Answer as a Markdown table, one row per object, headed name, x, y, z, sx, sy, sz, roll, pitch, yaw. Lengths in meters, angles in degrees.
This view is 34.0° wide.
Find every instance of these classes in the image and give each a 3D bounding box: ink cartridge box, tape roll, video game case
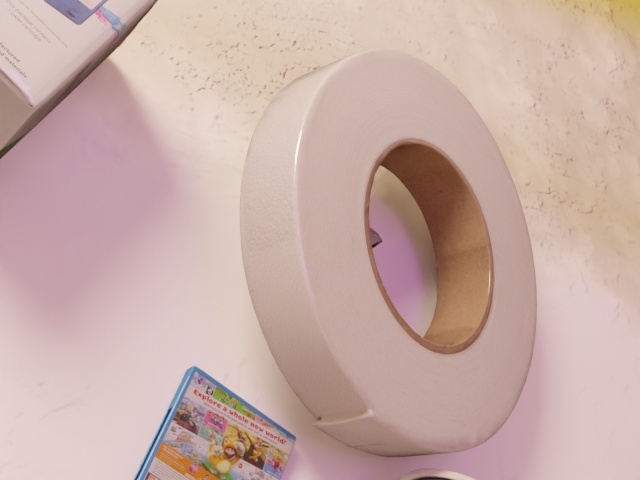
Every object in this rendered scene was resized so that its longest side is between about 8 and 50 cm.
| name | x | y | z | sx | sy | sz | roll | pitch | yaw |
| --- | --- | --- | --- | --- | --- | --- | --- | --- | --- |
| ink cartridge box | -0.223 | -0.161 | 0.834 | 0.093 | 0.154 | 0.212 | 46 | 49 | -11 |
| tape roll | 0.080 | 0.011 | 1.004 | 0.392 | 0.072 | 0.392 | 20 | 63 | -46 |
| video game case | -0.094 | 0.203 | 0.866 | 0.119 | 0.015 | 0.166 | 38 | 51 | -19 |

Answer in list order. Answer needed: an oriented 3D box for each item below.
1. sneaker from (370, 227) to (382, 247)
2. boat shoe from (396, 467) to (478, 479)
| name | x | y | z | sx | sy | sz | roll | pitch | yaw |
| --- | --- | --- | --- | --- | --- | --- | --- | --- | --- |
| sneaker | 0.000 | 0.000 | 1.020 | 0.135 | 0.052 | 0.058 | -19 | 76 | -52 |
| boat shoe | 0.158 | 0.308 | 0.974 | 0.254 | 0.095 | 0.079 | 48 | 36 | -24 |
